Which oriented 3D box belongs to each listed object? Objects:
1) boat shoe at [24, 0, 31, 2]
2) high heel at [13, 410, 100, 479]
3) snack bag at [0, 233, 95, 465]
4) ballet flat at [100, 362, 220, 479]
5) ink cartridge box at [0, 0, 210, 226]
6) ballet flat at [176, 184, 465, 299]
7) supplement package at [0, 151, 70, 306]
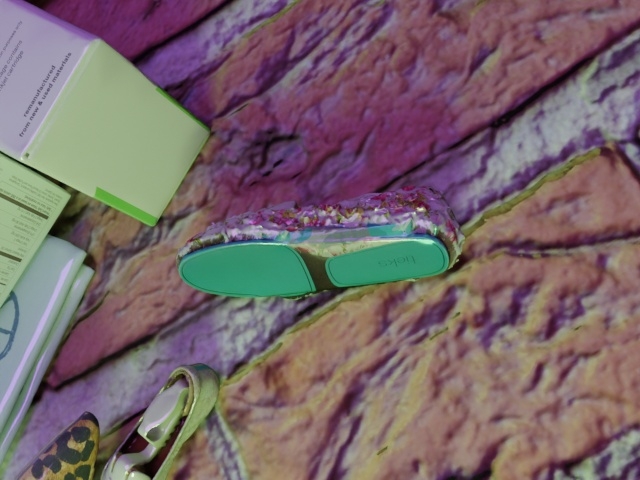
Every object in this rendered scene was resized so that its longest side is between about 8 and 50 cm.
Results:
[{"bbox_3d":[-0.326,-0.332,0.882,0.341,0.123,0.123,-25,39,17],"label":"boat shoe"},{"bbox_3d":[-0.189,0.288,0.671,0.186,0.093,0.261,26,90,19],"label":"high heel"},{"bbox_3d":[-0.421,0.107,0.825,0.342,0.037,0.323,20,82,22],"label":"snack bag"},{"bbox_3d":[-0.148,0.173,0.704,0.057,0.052,0.168,31,87,24],"label":"ballet flat"},{"bbox_3d":[-0.267,-0.140,0.750,0.272,0.198,0.115,29,87,24],"label":"ink cartridge box"},{"bbox_3d":[0.000,0.000,0.697,0.240,0.091,0.077,-4,44,14],"label":"ballet flat"},{"bbox_3d":[-0.404,0.000,0.722,0.199,0.198,0.263,29,85,22],"label":"supplement package"}]
